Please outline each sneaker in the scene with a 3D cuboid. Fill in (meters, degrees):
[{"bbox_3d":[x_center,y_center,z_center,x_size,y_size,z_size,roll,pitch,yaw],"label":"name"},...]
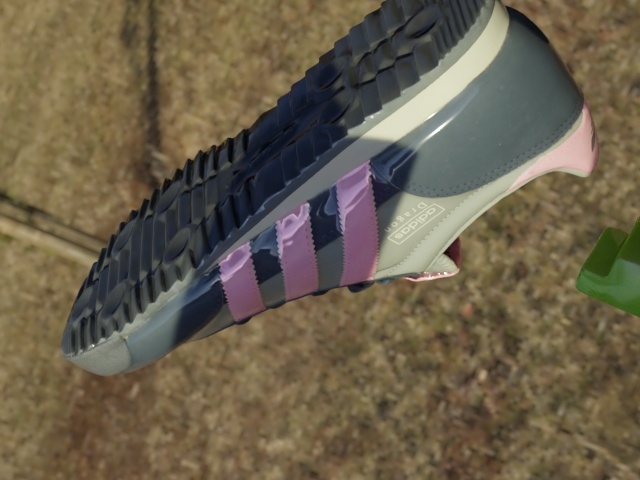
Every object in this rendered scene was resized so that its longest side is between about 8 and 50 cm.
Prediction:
[{"bbox_3d":[0.000,0.000,0.742,0.319,0.131,0.112,-34,34,30],"label":"sneaker"}]

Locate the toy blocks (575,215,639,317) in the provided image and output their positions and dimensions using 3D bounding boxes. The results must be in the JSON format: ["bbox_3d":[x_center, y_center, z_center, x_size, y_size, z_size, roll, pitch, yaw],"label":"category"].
[{"bbox_3d":[0.323,-0.034,0.535,0.191,0.381,0.261,-45,-27,-55],"label":"toy blocks"}]
